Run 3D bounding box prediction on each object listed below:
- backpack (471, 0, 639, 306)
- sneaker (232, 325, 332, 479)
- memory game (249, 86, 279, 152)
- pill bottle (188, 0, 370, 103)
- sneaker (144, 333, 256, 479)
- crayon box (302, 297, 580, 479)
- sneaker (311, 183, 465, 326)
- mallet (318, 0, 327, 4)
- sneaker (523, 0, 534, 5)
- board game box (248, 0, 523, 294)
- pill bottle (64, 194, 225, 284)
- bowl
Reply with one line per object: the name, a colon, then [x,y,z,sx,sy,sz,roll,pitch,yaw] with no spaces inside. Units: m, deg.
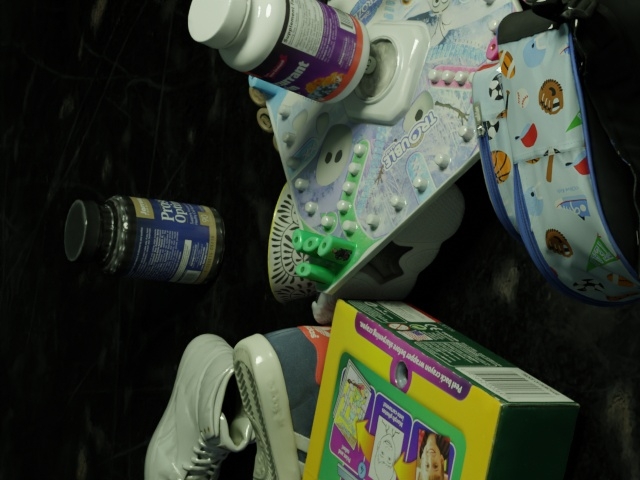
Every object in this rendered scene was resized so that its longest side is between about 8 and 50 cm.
backpack: [0.265,-0.074,1.389,0.213,0.276,0.263,-26,70,55]
sneaker: [-0.003,0.261,1.963,0.131,0.148,0.350,-136,34,-54]
memory game: [-0.021,-0.173,2.079,0.186,0.012,0.186,23,127,33]
pill bottle: [-0.048,-0.231,1.793,0.108,0.193,0.108,-24,57,45]
sneaker: [-0.164,0.292,2.249,0.169,0.108,0.293,26,106,64]
crayon box: [0.112,0.264,1.743,0.363,0.106,0.313,31,114,59]
sneaker: [0.067,-0.020,1.903,0.268,0.101,0.153,-50,41,37]
mallet: [0.040,-0.301,1.847,0.189,0.039,0.062,-10,66,46]
sneaker: [0.241,-0.312,1.706,0.057,0.047,0.119,8,92,50]
board game box: [0.064,-0.199,1.842,0.390,0.050,0.390,-44,45,32]
pill bottle: [-0.264,-0.003,2.378,0.123,0.219,0.123,-22,65,59]
bowl: [0.000,0.000,2.009,0.080,0.170,0.170,8,90,17]
